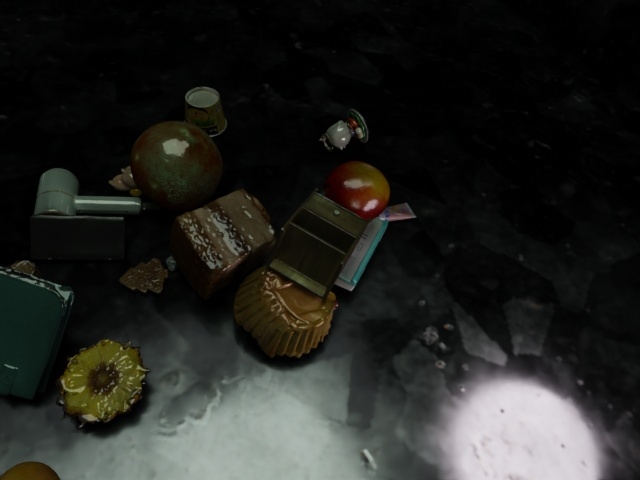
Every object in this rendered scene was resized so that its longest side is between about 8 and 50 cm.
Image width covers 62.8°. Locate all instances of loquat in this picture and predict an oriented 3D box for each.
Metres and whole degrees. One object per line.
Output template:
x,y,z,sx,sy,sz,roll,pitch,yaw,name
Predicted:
-0.576,0.504,1.025,0.141,0.141,0.141,4,52,-6,loquat

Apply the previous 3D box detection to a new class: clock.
0.043,0.004,1.541,0.231,0.116,0.262,27,54,6,clock

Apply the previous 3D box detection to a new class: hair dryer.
-0.635,-0.112,1.542,0.357,0.108,0.173,2,54,-19,hair dryer

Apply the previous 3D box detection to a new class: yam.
-0.729,0.110,1.310,0.079,0.141,0.079,5,54,-6,yam

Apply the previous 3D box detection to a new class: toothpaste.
0.210,-0.082,1.674,0.194,0.043,0.067,-11,53,-24,toothpaste

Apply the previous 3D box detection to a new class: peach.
0.091,-0.130,1.463,0.197,0.197,0.197,4,52,-6,peach

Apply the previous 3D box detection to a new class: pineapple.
-0.500,0.330,1.216,0.224,0.076,0.225,3,52,-3,pineapple

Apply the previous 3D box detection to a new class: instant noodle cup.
-0.399,-0.446,1.806,0.151,0.122,0.151,4,49,-5,instant noodle cup

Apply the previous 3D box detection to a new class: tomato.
-0.414,-0.227,1.545,0.270,0.222,0.270,19,51,-26,tomato

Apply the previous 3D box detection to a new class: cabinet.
0.000,0.000,1.343,0.174,0.148,0.215,30,41,5,cabinet

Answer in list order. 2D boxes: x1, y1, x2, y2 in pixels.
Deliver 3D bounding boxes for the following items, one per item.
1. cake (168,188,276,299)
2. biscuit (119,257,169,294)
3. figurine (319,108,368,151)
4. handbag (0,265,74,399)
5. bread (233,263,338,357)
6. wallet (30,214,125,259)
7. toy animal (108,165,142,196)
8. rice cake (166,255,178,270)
-0.244,0.000,1.436,0.293,0.196,0.199,-29,72,-33,cake
-0.481,0.102,1.432,0.129,0.019,0.119,-6,54,-14,biscuit
0.077,-0.373,1.837,0.153,0.132,0.132,-30,61,-13,figurine
-0.727,0.195,1.195,0.268,0.100,0.274,17,94,-7,handbag
-0.089,0.161,1.369,0.274,0.149,0.274,9,50,-11,bread
-0.663,-0.008,1.439,0.244,0.025,0.124,1,97,-10,wallet
-0.582,-0.195,1.607,0.114,0.082,0.091,18,52,6,toy animal
-0.369,0.009,1.513,0.033,0.033,0.208,27,54,15,rice cake
